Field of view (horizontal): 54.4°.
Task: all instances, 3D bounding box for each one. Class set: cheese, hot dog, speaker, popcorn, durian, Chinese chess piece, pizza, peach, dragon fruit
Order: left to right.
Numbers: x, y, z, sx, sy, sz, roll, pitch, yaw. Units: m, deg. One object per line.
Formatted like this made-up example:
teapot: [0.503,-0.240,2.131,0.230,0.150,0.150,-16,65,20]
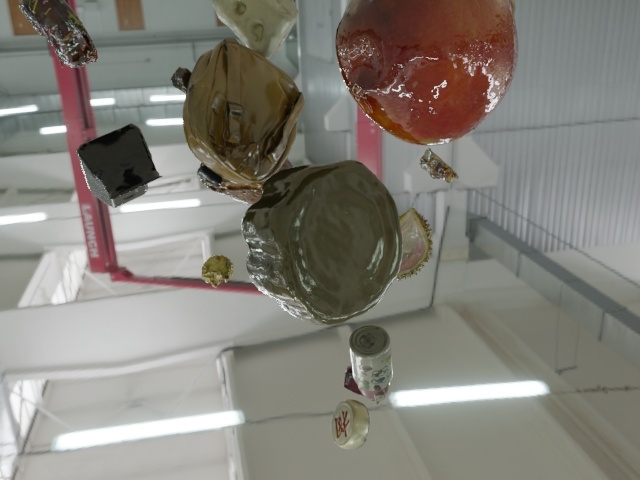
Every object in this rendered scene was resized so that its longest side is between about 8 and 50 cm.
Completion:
speaker: [-0.549,-0.171,1.738,0.180,0.184,0.388,-28,177,-18]
popcorn: [-0.257,0.076,1.563,0.082,0.057,0.083,-38,-123,-24]
cheese: [-0.175,-0.661,1.816,0.251,0.174,0.248,40,-154,3]
hot dog: [-0.187,-0.196,1.970,0.387,0.174,0.267,19,-147,-37]
Chinese chess piece: [0.074,0.464,1.572,0.051,0.122,0.122,16,-167,-24]
dragon fruit: [0.147,0.472,2.107,0.147,0.102,0.096,22,-177,0]
durian: [0.305,0.028,2.149,0.183,0.250,0.138,33,-178,21]
peach: [0.190,-0.350,1.138,0.372,0.373,0.290,-15,-134,-31]
pizza: [0.383,-0.249,2.091,0.154,0.069,0.194,47,-166,16]

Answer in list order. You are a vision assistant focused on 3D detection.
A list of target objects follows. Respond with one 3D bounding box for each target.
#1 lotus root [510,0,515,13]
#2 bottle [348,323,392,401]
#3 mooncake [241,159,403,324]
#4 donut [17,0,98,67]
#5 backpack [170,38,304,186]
lotus root: [0.434,-0.632,1.790,0.169,0.152,0.342,-10,-176,-9]
bottle: [0.149,0.362,1.782,0.120,0.253,0.120,-6,-138,5]
mooncake: [0.000,0.000,1.444,0.378,0.378,0.200,-18,-170,-36]
donut: [-0.657,-0.532,1.554,0.096,0.230,0.216,-38,-157,-12]
backpack: [-0.220,-0.330,1.642,0.201,0.353,0.378,-17,-132,47]
